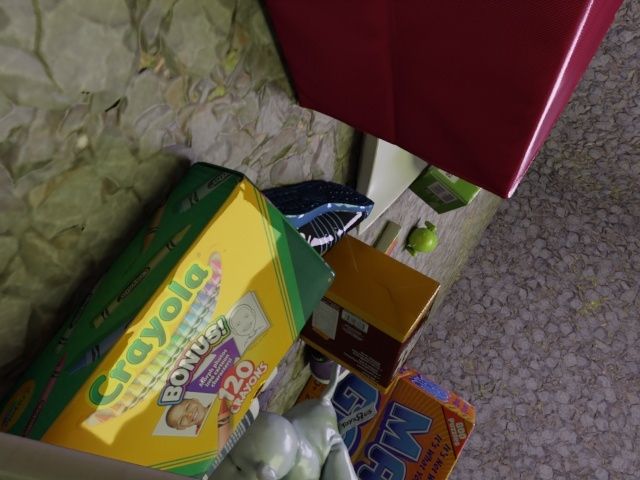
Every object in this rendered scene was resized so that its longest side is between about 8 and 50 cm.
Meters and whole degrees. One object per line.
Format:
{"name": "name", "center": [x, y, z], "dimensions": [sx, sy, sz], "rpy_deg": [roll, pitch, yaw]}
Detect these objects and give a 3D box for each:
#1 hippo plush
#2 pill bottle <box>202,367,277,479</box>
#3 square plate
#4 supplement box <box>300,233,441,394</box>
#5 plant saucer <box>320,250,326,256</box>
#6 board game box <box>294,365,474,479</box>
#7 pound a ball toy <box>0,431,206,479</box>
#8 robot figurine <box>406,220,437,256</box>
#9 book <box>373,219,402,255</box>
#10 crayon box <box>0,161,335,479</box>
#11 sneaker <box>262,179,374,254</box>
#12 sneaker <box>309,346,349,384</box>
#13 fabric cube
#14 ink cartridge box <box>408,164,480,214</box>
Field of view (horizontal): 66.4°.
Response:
{"name": "hippo plush", "center": [-0.053, 0.374, 0.806], "dimensions": [0.294, 0.234, 0.236], "rpy_deg": [-46, 150, 11]}
{"name": "pill bottle", "center": [-0.136, 0.200, 0.576], "dimensions": [0.180, 0.108, 0.108], "rpy_deg": [-47, 155, -32]}
{"name": "square plate", "center": [0.156, -0.226, 0.795], "dimensions": [0.344, 0.049, 0.347], "rpy_deg": [-44, 153, -37]}
{"name": "supplement box", "center": [0.080, 0.130, 0.867], "dimensions": [0.129, 0.191, 0.194], "rpy_deg": [-45, 154, -36]}
{"name": "plant saucer", "center": [0.000, 0.000, 0.766], "dimensions": [0.083, 0.015, 0.083], "rpy_deg": [-48, 156, -31]}
{"name": "board game box", "center": [0.137, 0.488, 1.215], "dimensions": [0.356, 0.356, 0.356], "rpy_deg": [-61, 159, -3]}
{"name": "pound a ball toy", "center": [-0.188, 0.207, 0.269], "dimensions": [0.136, 0.319, 0.208], "rpy_deg": [-80, -175, -72]}
{"name": "robot figurine", "center": [0.279, -0.001, 1.326], "dimensions": [0.101, 0.067, 0.115], "rpy_deg": [-53, 160, 12]}
{"name": "book", "center": [0.137, 0.034, 1.099], "dimensions": [0.144, 0.035, 0.096], "rpy_deg": [-59, 162, -5]}
{"name": "crayon box", "center": [-0.123, 0.090, 0.436], "dimensions": [0.278, 0.081, 0.165], "rpy_deg": [-55, 136, -14]}
{"name": "sneaker", "center": [-0.013, -0.020, 0.635], "dimensions": [0.232, 0.081, 0.090], "rpy_deg": [-14, 132, -53]}
{"name": "sneaker", "center": [0.085, 0.177, 1.054], "dimensions": [0.283, 0.107, 0.124], "rpy_deg": [-45, 148, -31]}
{"name": "fabric cube", "center": [0.120, -0.239, 0.411], "dimensions": [0.254, 0.259, 0.258], "rpy_deg": [-57, 161, -12]}
{"name": "ink cartridge box", "center": [0.313, -0.187, 0.998], "dimensions": [0.255, 0.097, 0.189], "rpy_deg": [-49, -179, -4]}
